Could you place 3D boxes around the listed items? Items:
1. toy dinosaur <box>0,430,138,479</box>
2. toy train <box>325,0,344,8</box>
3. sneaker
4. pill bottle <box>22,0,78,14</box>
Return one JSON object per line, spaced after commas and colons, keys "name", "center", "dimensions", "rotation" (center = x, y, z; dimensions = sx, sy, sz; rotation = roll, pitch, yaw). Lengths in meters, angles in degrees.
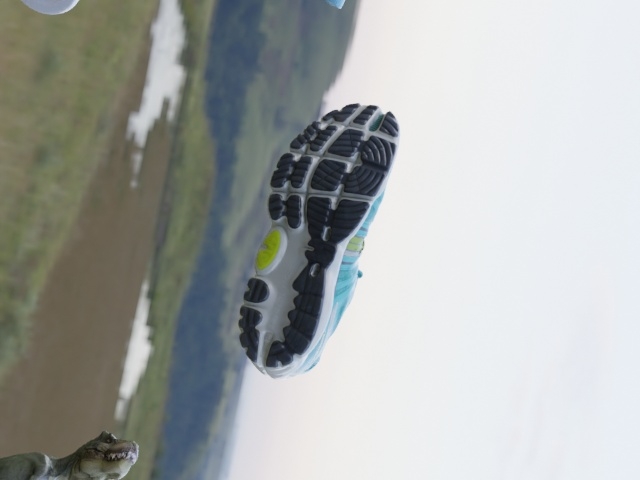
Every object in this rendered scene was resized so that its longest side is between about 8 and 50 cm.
{"name": "toy dinosaur", "center": [-0.257, 0.204, 1.063], "dimensions": [0.064, 0.268, 0.118], "rotation": [73, 14, -54]}
{"name": "toy train", "center": [0.047, -0.301, 1.393], "dimensions": [0.166, 0.046, 0.125], "rotation": [-62, -158, 6]}
{"name": "sneaker", "center": [0.000, 0.000, 1.385], "dimensions": [0.275, 0.107, 0.110], "rotation": [-67, 158, -6]}
{"name": "pill bottle", "center": [-0.220, -0.251, 1.269], "dimensions": [0.116, 0.065, 0.065], "rotation": [-71, 175, -48]}
